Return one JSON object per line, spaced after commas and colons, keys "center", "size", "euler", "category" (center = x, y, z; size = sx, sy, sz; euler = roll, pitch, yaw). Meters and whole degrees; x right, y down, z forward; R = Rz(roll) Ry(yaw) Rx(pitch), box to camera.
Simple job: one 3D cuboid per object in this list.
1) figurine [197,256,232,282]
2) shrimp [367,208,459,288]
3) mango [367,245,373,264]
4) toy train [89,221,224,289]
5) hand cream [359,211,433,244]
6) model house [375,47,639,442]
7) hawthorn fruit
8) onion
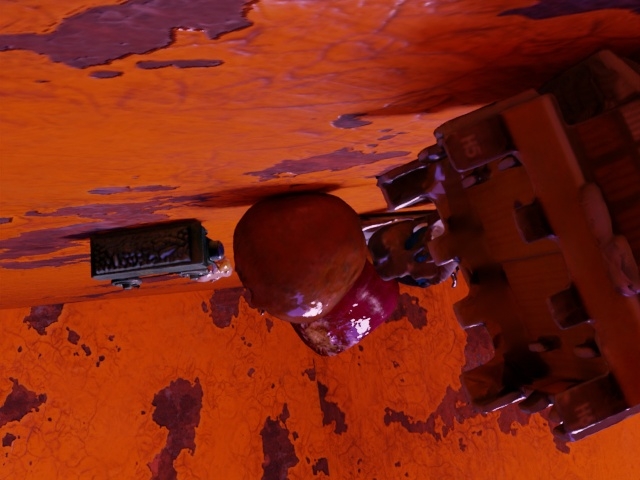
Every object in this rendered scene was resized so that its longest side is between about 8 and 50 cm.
{"center": [-0.214, 0.056, 1.777], "size": [0.083, 0.047, 0.050], "euler": [-11, 167, -20], "category": "figurine"}
{"center": [0.209, -0.017, 1.114], "size": [0.221, 0.110, 0.445], "euler": [-2, 166, -33], "category": "shrimp"}
{"center": [0.126, 0.006, 1.473], "size": [0.127, 0.077, 0.063], "euler": [-13, -178, -29], "category": "mango"}
{"center": [-0.208, 0.017, 1.092], "size": [0.171, 0.070, 0.099], "euler": [-7, 169, 10], "category": "toy train"}
{"center": [0.074, -0.012, 1.334], "size": [0.320, 0.067, 0.109], "euler": [0, 172, -29], "category": "hand cream"}
{"center": [0.179, -0.009, 0.551], "size": [0.215, 0.199, 0.224], "euler": [-24, 177, -9], "category": "model house"}
{"center": [-0.016, 0.004, 0.962], "size": [0.189, 0.149, 0.149], "euler": [-46, -164, -29], "category": "hawthorn fruit"}
{"center": [0.037, 0.103, 1.835], "size": [0.206, 0.207, 0.216], "euler": [-33, -161, 53], "category": "onion"}
